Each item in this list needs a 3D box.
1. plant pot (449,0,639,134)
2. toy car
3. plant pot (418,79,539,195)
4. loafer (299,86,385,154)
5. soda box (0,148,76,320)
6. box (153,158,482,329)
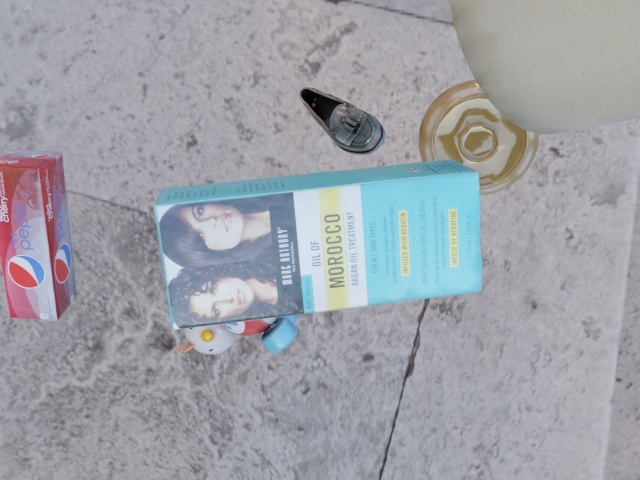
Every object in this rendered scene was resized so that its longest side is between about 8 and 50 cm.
[{"bbox_3d":[0.272,-0.206,0.473,0.274,0.256,0.256,7,54,52],"label":"plant pot"},{"bbox_3d":[-0.202,0.164,1.432,0.238,0.210,0.219,-41,99,6],"label":"toy car"},{"bbox_3d":[0.312,-0.197,1.394,0.236,0.236,0.032,7,21,6],"label":"plant pot"},{"bbox_3d":[0.035,-0.263,1.526,0.096,0.084,0.267,-56,40,7],"label":"loafer"},{"bbox_3d":[-0.454,-0.007,1.122,0.083,0.263,0.092,4,24,3],"label":"soda box"},{"bbox_3d":[0.000,0.000,0.555,0.244,0.060,0.101,-7,106,-6],"label":"box"}]
